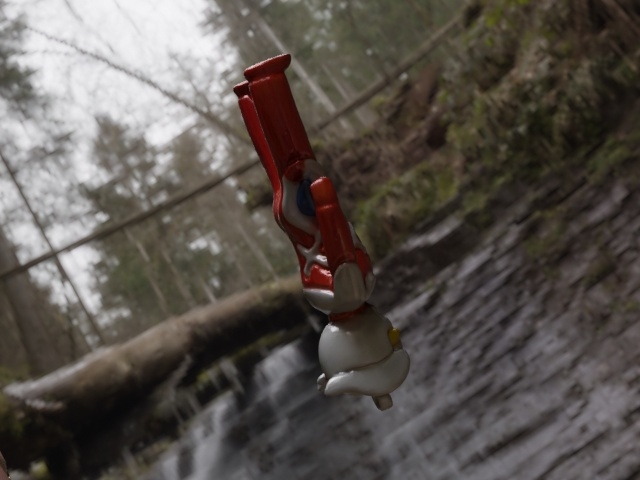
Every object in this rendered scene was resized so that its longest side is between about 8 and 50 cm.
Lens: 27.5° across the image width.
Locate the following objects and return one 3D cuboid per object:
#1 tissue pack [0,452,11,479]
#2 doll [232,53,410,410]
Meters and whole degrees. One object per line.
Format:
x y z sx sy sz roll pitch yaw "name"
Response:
-0.309 0.197 0.890 0.215 0.256 0.123 24 -79 -36 "tissue pack"
0.000 0.000 1.368 0.099 0.384 0.188 -19 4 -8 "doll"
